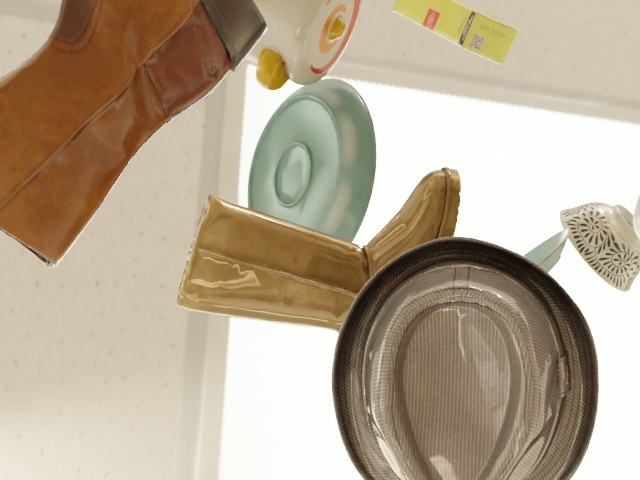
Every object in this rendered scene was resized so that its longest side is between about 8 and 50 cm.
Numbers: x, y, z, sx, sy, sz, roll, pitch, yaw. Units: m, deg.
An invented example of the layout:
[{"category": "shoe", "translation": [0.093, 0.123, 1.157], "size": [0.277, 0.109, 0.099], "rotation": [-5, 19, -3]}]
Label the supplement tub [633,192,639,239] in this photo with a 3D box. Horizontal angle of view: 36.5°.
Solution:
[{"category": "supplement tub", "translation": [0.576, -0.017, 1.159], "size": [0.241, 0.241, 0.331], "rotation": [-40, -119, -23]}]

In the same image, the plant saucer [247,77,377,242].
[{"category": "plant saucer", "translation": [-0.029, -0.100, 1.498], "size": [0.044, 0.317, 0.317], "rotation": [11, -112, -36]}]

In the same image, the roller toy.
[{"category": "roller toy", "translation": [-0.031, -0.328, 1.398], "size": [0.146, 0.191, 0.209], "rotation": [27, -146, 16]}]

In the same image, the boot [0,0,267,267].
[{"category": "boot", "translation": [-0.211, -0.159, 0.745], "size": [0.280, 0.096, 0.264], "rotation": [-48, -51, -13]}]

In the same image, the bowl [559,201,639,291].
[{"category": "bowl", "translation": [0.475, -0.007, 1.576], "size": [0.170, 0.080, 0.170], "rotation": [34, -151, -23]}]

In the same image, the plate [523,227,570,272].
[{"category": "plate", "translation": [0.256, 0.051, 1.263], "size": [0.188, 0.188, 0.024], "rotation": [-38, -93, -23]}]

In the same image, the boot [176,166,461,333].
[{"category": "boot", "translation": [0.000, 0.000, 1.069], "size": [0.269, 0.089, 0.236], "rotation": [16, -81, -8]}]

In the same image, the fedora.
[{"category": "fedora", "translation": [0.122, 0.138, 0.845], "size": [0.244, 0.124, 0.275], "rotation": [8, -83, 10]}]

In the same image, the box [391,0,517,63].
[{"category": "box", "translation": [0.205, -0.346, 1.519], "size": [0.087, 0.232, 0.058], "rotation": [14, -70, -32]}]
